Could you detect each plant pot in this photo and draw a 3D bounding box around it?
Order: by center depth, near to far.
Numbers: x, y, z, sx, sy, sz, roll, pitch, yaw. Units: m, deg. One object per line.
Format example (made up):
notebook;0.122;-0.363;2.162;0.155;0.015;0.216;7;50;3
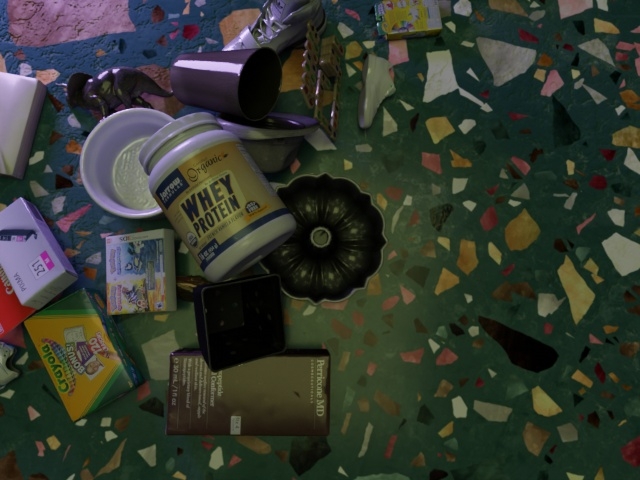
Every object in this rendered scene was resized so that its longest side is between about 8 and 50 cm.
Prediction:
plant pot;-0.208;0.172;1.114;0.188;0.167;0.187;-9;100;-33

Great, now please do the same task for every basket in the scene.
basket;-0.239;-0.391;1.169;0.227;0.154;0.204;13;51;24

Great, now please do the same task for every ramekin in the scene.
ramekin;-0.445;-0.181;1.213;0.278;0.135;0.277;0;82;-2

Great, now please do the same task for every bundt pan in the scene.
bundt pan;0.000;0.000;1.211;0.331;0.124;0.330;0;82;-1

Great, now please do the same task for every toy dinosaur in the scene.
toy dinosaur;-0.534;-0.391;1.245;0.314;0.121;0.160;-17;97;0

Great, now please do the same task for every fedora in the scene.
fedora;-0.141;-0.249;1.212;0.244;0.276;0.124;28;121;38

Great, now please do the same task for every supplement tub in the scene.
supplement tub;-0.226;-0.094;1.038;0.228;0.228;0.316;-35;86;-6

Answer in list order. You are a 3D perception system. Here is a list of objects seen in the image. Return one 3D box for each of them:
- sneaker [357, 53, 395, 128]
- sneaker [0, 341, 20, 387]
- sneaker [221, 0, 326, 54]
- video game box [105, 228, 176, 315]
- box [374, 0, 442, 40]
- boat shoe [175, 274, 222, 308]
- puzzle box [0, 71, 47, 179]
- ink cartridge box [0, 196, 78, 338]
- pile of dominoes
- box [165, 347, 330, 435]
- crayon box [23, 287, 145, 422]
sneaker;0.158;-0.402;1.294;0.094;0.080;0.212;11;81;-12
sneaker;-0.811;0.271;1.185;0.083;0.071;0.190;-26;93;-11
sneaker;-0.142;-0.549;1.230;0.366;0.210;0.137;-35;85;-5
video game box;-0.453;0.081;1.192;0.187;0.048;0.205;-8;82;23
box;0.244;-0.624;1.337;0.179;0.043;0.105;-6;84;-5
boat shoe;-0.327;0.121;1.222;0.178;0.064;0.060;18;49;4
puzzle box;-0.966;-0.330;1.256;0.409;0.052;0.271;11;83;0
ink cartridge box;-0.766;0.064;1.172;0.239;0.060;0.275;-40;68;-7
pile of dominoes;0.019;-0.410;1.209;0.040;0.196;0.251;-6;67;27
box;-0.167;0.364;1.154;0.382;0.143;0.191;1;83;-4
crayon box;-0.582;0.278;1.177;0.165;0.081;0.278;-30;85;-5
